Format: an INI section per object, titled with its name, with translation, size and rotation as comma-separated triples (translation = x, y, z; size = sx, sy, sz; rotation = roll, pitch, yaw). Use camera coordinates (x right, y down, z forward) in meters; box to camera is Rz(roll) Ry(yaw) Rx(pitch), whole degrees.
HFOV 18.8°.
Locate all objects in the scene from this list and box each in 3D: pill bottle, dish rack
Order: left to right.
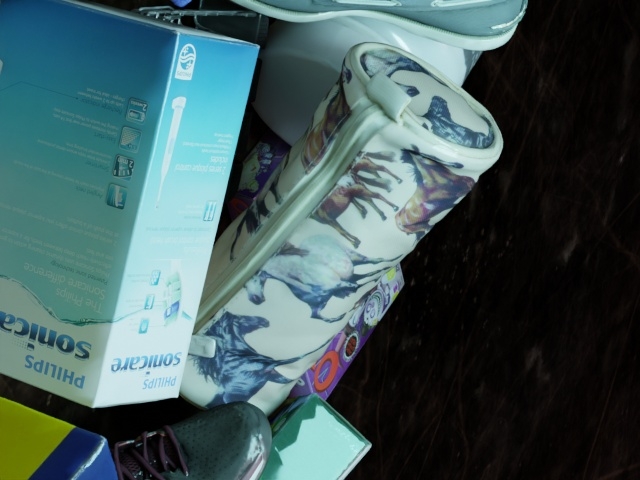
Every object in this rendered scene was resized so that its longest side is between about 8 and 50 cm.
[dish rack]
translation = -0.134, -0.119, 1.717
size = 0.271, 0.074, 0.208
rotation = -17, 119, -66
[pill bottle]
translation = 0.085, -0.254, 1.931
size = 0.361, 0.204, 0.204
rotation = -58, 149, -28

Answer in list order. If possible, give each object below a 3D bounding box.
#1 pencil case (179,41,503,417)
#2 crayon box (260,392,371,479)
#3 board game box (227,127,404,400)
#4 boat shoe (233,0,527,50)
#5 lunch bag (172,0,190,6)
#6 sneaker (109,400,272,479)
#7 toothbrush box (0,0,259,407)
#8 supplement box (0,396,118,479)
[pencil case]
translation = -0.008, -0.003, 1.764
size = 0.410, 0.160, 0.183
rotation = -50, 165, 30
[crayon box]
translation = -0.109, 0.293, 1.857
size = 0.323, 0.083, 0.203
rotation = -49, -173, -17
[board game box]
translation = 0.000, 0.000, 2.092
size = 0.208, 0.056, 0.347
rotation = -50, 145, -29
[boat shoe]
translation = 0.038, -0.257, 1.748
size = 0.099, 0.319, 0.116
rotation = 117, -17, -60
[lunch bag]
translation = -0.134, -0.397, 1.191
size = 0.328, 0.385, 0.239
rotation = -43, -155, 37
[sneaker]
translation = -0.186, 0.215, 1.715
size = 0.281, 0.106, 0.162
rotation = -37, 136, 4
[toothbrush box]
translation = -0.197, -0.040, 1.526
size = 0.126, 0.216, 0.295
rotation = 2, 103, -61
[supplement box]
translation = -0.318, 0.205, 1.289
size = 0.195, 0.357, 0.194
rotation = -50, 144, -37
